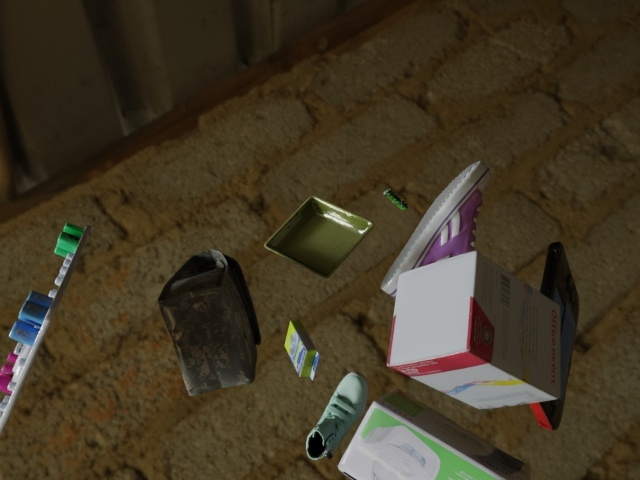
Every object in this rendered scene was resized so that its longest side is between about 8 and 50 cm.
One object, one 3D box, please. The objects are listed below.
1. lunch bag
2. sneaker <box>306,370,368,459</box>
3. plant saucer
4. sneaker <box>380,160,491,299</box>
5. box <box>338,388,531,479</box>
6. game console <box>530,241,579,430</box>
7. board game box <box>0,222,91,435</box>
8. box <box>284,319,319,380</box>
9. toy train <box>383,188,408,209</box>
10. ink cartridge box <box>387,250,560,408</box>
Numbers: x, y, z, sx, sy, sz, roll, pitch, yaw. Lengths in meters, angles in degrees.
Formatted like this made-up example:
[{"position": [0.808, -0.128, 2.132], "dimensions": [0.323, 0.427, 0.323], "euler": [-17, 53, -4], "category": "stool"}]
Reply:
[{"position": [-0.233, 0.166, 1.641], "dimensions": [0.168, 0.235, 0.287], "euler": [-13, 18, 3], "category": "lunch bag"}, {"position": [0.047, 0.479, 1.998], "dimensions": [0.256, 0.094, 0.151], "euler": [-66, -16, 4], "category": "sneaker"}, {"position": [0.000, 0.000, 1.700], "dimensions": [0.188, 0.188, 0.045], "euler": [-47, -33, -27], "category": "plant saucer"}, {"position": [0.246, 0.010, 1.296], "dimensions": [0.282, 0.161, 0.102], "euler": [-57, 3, 4], "category": "sneaker"}, {"position": [0.186, 0.361, 1.168], "dimensions": [0.127, 0.261, 0.231], "euler": [-62, -17, 1], "category": "box"}, {"position": [0.579, 0.245, 1.835], "dimensions": [0.342, 0.060, 0.387], "euler": [57, -135, -52], "category": "game console"}, {"position": [-0.529, 0.194, 1.317], "dimensions": [0.390, 0.050, 0.390], "euler": [-62, 17, 15], "category": "board game box"}, {"position": [-0.061, 0.349, 2.355], "dimensions": [0.042, 0.178, 0.109], "euler": [0, -59, -24], "category": "box"}, {"position": [0.186, -0.101, 1.835], "dimensions": [0.083, 0.023, 0.017], "euler": [36, -118, -35], "category": "toy train"}, {"position": [0.192, 0.116, 0.903], "dimensions": [0.176, 0.128, 0.127], "euler": [30, -34, -31], "category": "ink cartridge box"}]
